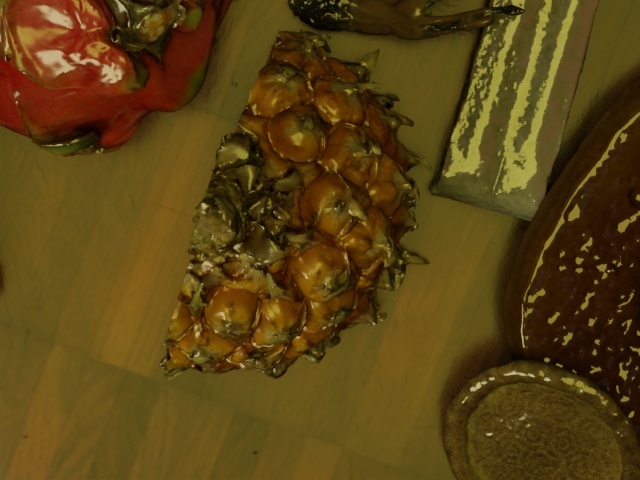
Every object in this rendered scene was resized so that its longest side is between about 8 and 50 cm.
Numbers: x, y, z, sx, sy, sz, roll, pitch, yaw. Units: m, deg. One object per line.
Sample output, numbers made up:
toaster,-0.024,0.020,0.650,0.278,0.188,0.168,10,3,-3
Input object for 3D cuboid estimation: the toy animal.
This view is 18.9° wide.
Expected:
toy animal,0.078,-0.210,1.713,0.220,0.086,0.069,3,117,21

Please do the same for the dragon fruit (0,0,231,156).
dragon fruit,-0.221,-0.219,1.631,0.305,0.226,0.305,0,97,0

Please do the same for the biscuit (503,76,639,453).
biscuit,0.358,0.030,1.736,0.350,0.070,0.394,38,94,-11

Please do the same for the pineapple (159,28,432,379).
pineapple,0.000,0.000,1.628,0.209,0.286,0.344,18,95,-1

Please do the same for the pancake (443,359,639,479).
pancake,0.199,0.191,1.726,0.199,0.021,0.199,12,125,17

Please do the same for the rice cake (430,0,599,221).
rice cake,0.188,-0.171,1.733,0.106,0.050,0.298,15,94,-2
